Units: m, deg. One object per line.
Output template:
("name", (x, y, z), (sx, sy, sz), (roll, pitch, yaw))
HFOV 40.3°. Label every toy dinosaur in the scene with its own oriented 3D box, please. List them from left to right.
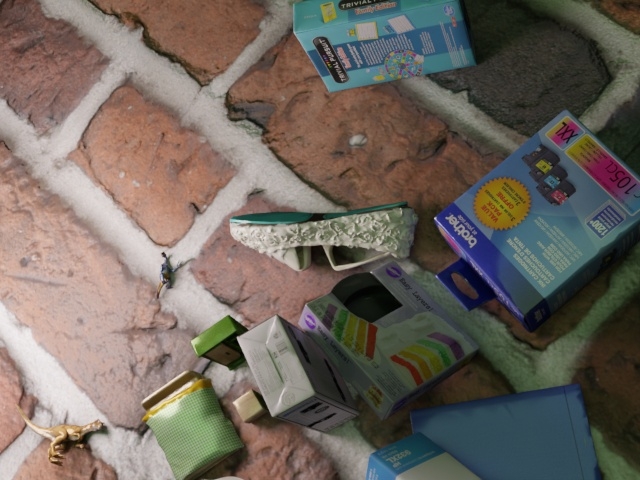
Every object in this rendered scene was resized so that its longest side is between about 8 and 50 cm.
("toy dinosaur", (-0.567, 0.422, 1.885), (0.212, 0.064, 0.112), (0, 53, 9))
("toy dinosaur", (-0.352, 0.068, 1.943), (0.090, 0.047, 0.082), (-39, 45, 13))

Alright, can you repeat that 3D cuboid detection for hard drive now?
("hard drive", (0.337, 0.392, 1.598), (0.319, 0.040, 0.210), (-12, 68, 14))

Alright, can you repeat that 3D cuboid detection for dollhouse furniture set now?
("dollhouse furniture set", (-0.232, 0.327, 1.747), (0.302, 0.151, 0.197), (-35, 64, 4))

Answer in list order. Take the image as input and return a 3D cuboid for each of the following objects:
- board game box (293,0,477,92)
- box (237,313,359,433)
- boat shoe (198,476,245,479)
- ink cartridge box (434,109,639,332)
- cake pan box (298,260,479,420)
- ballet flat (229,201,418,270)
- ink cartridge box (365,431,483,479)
("board game box", (0.142, -0.434, 1.837), (0.336, 0.254, 0.079), (-8, 68, 15))
("box", (-0.034, 0.257, 1.632), (0.087, 0.290, 0.169), (-31, 67, 7))
("boat shoe", (-0.202, 0.502, 1.739), (0.125, 0.038, 0.046), (-8, 27, 10))
("ink cartridge box", (0.409, -0.015, 1.663), (0.395, 0.151, 0.270), (-41, 64, 3))
("cake pan box", (0.127, 0.177, 1.656), (0.246, 0.070, 0.267), (-22, 58, -36))
("ballet flat", (0.000, 0.000, 1.805), (0.409, 0.147, 0.146), (-4, 70, 17))
("ink cartridge box", (0.211, 0.505, 1.448), (0.307, 0.129, 0.223), (32, 123, 43))
